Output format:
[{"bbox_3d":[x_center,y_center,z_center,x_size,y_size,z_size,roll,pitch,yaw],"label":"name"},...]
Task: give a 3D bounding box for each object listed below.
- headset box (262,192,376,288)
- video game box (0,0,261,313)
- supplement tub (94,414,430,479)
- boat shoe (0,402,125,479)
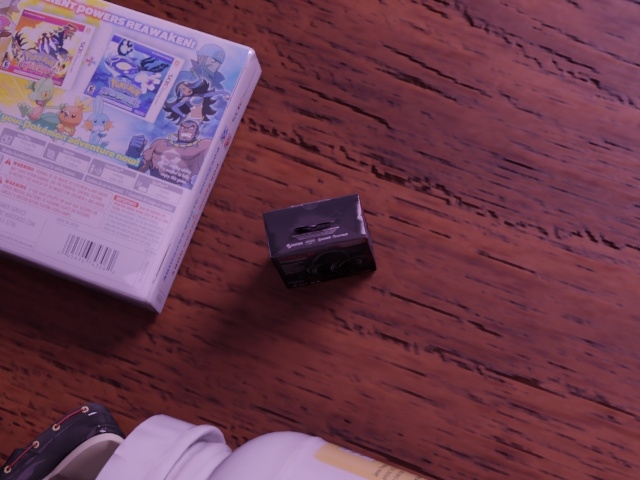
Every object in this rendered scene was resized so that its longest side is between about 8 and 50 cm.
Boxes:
[{"bbox_3d":[0.000,0.000,0.905,0.062,0.083,0.032,-12,73,3],"label":"headset box"},{"bbox_3d":[-0.168,-0.071,0.965,0.205,0.048,0.187,20,80,11],"label":"video game box"},{"bbox_3d":[0.030,0.243,0.752,0.331,0.241,0.241,19,78,12],"label":"supplement tub"},{"bbox_3d":[-0.181,0.155,0.908,0.133,0.049,0.042,-37,46,3],"label":"boat shoe"}]
